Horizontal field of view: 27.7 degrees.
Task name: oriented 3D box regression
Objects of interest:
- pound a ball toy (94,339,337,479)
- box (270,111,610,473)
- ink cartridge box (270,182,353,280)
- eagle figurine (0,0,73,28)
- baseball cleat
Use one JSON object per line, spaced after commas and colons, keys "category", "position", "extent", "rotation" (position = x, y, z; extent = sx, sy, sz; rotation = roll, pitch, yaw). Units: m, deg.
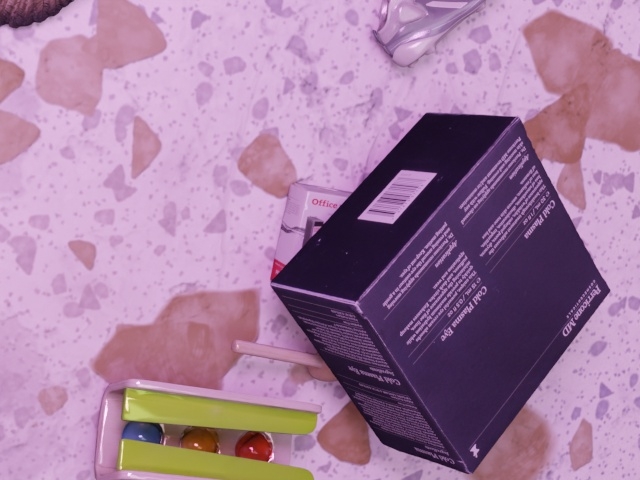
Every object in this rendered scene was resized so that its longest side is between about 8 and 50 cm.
{"category": "pound a ball toy", "position": [-0.121, 0.228, 1.692], "extent": [0.319, 0.136, 0.208], "rotation": [11, 73, -26]}
{"category": "box", "position": [0.164, 0.061, 1.681], "extent": [0.343, 0.179, 0.312], "rotation": [-47, 121, -24]}
{"category": "ink cartridge box", "position": [0.000, 0.000, 1.712], "extent": [0.099, 0.056, 0.135], "rotation": [8, 99, -26]}
{"category": "eagle figurine", "position": [-0.299, -0.370, 1.419], "extent": [0.226, 0.225, 0.298], "rotation": [44, 72, -37]}
{"category": "baseball cleat", "position": [0.156, -0.321, 1.697], "extent": [0.206, 0.072, 0.109], "rotation": [-46, 110, -12]}
